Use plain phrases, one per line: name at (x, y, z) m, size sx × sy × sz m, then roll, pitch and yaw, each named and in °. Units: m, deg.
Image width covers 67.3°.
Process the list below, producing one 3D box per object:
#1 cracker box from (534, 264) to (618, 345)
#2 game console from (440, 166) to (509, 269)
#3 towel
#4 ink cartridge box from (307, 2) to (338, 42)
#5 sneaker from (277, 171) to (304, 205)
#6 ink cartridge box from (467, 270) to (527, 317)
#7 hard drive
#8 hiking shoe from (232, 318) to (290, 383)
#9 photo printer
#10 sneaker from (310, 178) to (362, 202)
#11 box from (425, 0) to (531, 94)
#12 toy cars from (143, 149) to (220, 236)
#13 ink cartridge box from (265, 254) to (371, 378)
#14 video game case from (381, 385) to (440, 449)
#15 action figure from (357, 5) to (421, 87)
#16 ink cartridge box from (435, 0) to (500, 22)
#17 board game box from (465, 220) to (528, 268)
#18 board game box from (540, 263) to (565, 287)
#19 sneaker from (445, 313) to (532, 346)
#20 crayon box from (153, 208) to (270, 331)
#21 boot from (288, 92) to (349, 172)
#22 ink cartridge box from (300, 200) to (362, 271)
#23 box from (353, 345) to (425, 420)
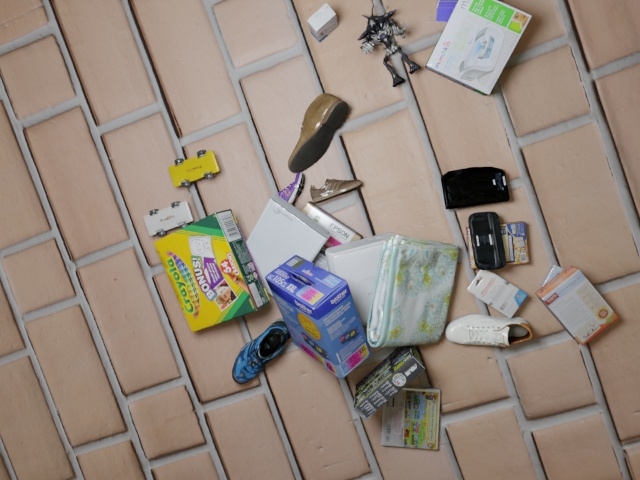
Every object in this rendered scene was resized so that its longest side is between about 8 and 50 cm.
cracker box at (0.872, 0.221, 1.642) m, size 0.156 × 0.067 × 0.232 m, roll -41°, pitch 100°, yaw 8°
game console at (0.541, -0.077, 1.644) m, size 0.214 × 0.044 × 0.360 m, roll -7°, pitch 80°, yaw 7°
towel at (0.319, 0.175, 1.617) m, size 0.321 × 0.090 × 0.373 m, roll 6°, pitch 97°, yaw -34°
ink cartridge box at (0.009, -0.742, 1.644) m, size 0.089 × 0.122 × 0.052 m, roll -40°, pitch 89°, yaw 8°
sneaker at (-0.113, -0.174, 1.734) m, size 0.071 × 0.068 × 0.169 m, roll 31°, pitch 98°, yaw 9°
ink cartridge box at (0.611, 0.177, 1.685) m, size 0.180 × 0.060 × 0.104 m, roll 33°, pitch 98°, yaw 2°
hard drive at (-0.144, 0.038, 1.683) m, size 0.233 × 0.047 × 0.353 m, roll 36°, pitch 125°, yaw 2°
hiking shoe at (-0.229, 0.411, 1.758) m, size 0.113 × 0.132 × 0.304 m, roll 40°, pitch 98°, yaw 2°
photo printer at (0.165, 0.147, 1.663) m, size 0.256 × 0.107 × 0.307 m, roll -14°, pitch 110°, yaw -9°
sneaker at (0.052, -0.194, 1.713) m, size 0.189 × 0.066 × 0.071 m, roll -19°, pitch 87°, yaw 6°
box at (0.508, -0.646, 1.581) m, size 0.231 × 0.127 × 0.261 m, roll 27°, pitch 108°, yaw 2°
toy cars at (-0.499, -0.170, 1.769) m, size 0.177 × 0.087 × 0.393 m, roll 32°, pitch 100°, yaw 8°
ink cartridge box at (-0.016, 0.222, 1.567) m, size 0.151 × 0.270 × 0.395 m, roll -35°, pitch 127°, yaw -26°
video game case at (0.331, 0.650, 1.772) m, size 0.207 × 0.026 × 0.226 m, roll 2°, pitch 94°, yaw 6°
action figure at (0.223, -0.669, 1.621) m, size 0.164 × 0.141 × 0.275 m, roll -33°, pitch 92°, yaw 19°
ink cartridge box at (0.502, -0.846, 1.623) m, size 0.207 × 0.045 × 0.208 m, roll 4°, pitch 97°, yaw 6°
board game box at (0.615, 0.015, 1.679) m, size 0.194 × 0.045 × 0.146 m, roll -6°, pitch 94°, yaw 7°
board game box at (0.833, 0.141, 1.678) m, size 0.090 × 0.020 × 0.090 m, roll 26°, pitch 97°, yaw 1°
sneaker at (0.584, 0.314, 1.670) m, size 0.291 × 0.123 × 0.105 m, roll -8°, pitch 96°, yaw 8°
crayon box at (-0.391, 0.113, 1.721) m, size 0.313 × 0.106 × 0.362 m, roll -22°, pitch 92°, yaw 26°
boot at (-0.029, -0.380, 1.708) m, size 0.115 × 0.112 × 0.305 m, roll 44°, pitch 104°, yaw 32°
ink cartridge box at (0.000, 0.000, 1.724) m, size 0.235 × 0.088 × 0.193 m, roll 34°, pitch 98°, yaw 4°
box at (0.234, 0.476, 1.672) m, size 0.270 × 0.216 × 0.060 m, roll -44°, pitch 90°, yaw 7°
